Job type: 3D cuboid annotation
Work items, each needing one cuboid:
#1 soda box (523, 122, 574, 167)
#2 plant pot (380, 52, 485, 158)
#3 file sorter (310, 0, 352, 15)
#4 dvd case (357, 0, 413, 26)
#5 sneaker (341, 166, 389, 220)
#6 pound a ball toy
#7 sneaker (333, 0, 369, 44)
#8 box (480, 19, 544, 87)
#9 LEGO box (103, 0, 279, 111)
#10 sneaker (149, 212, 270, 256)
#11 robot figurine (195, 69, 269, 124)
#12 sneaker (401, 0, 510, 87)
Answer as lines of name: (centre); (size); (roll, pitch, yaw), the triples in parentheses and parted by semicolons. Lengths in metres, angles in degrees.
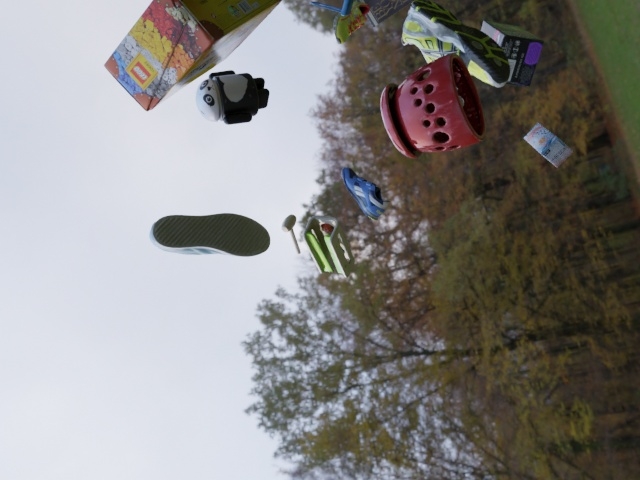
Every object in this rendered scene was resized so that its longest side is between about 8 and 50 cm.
soda box: (0.596, -0.253, 1.576); (0.063, 0.058, 0.183); (36, -160, -11)
plant pot: (0.234, -0.269, 1.259); (0.191, 0.174, 0.191); (36, -136, -45)
file sorter: (0.047, -0.705, 1.611); (0.118, 0.105, 0.170); (-65, -9, -66)
dvd case: (0.239, -0.894, 2.142); (0.164, 0.221, 0.018); (52, -155, -23)
sneaker: (0.102, -0.115, 1.353); (0.144, 0.059, 0.053); (54, -155, 15)
pound a ball toy: (0.000, 0.000, 2.377); (0.135, 0.208, 0.319); (-66, -29, -29)
sneaker: (0.112, -0.771, 2.107); (0.081, 0.094, 0.208); (65, -138, -56)
box: (0.653, -0.663, 2.120); (0.270, 0.144, 0.165); (-93, 12, -61)
LEGO box: (-0.377, -0.667, 1.883); (0.193, 0.373, 0.500); (48, -140, -13)
sneaker: (-0.342, -0.016, 1.845); (0.366, 0.150, 0.135); (8, -99, -24)
robot figurine: (-0.341, -0.553, 2.313); (0.209, 0.278, 0.173); (-136, 37, -58)
sneaker: (0.419, -0.589, 1.864); (0.385, 0.147, 0.145); (44, -133, 17)
